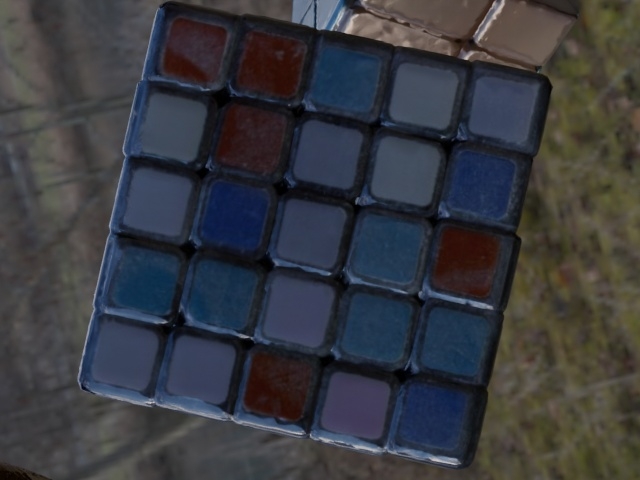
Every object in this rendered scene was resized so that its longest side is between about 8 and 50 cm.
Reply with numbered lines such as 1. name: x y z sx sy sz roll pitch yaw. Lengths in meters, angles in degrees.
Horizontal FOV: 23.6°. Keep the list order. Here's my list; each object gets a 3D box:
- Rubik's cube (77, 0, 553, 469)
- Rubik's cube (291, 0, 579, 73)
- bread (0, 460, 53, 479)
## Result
1. Rubik's cube: 0.000 0.000 1.180 0.293 0.287 0.292 -2 -76 -88
2. Rubik's cube: 0.109 -0.252 1.562 0.231 0.221 0.224 -89 22 -44
3. bread: -0.251 0.178 1.097 0.126 0.129 0.044 20 -113 -59
